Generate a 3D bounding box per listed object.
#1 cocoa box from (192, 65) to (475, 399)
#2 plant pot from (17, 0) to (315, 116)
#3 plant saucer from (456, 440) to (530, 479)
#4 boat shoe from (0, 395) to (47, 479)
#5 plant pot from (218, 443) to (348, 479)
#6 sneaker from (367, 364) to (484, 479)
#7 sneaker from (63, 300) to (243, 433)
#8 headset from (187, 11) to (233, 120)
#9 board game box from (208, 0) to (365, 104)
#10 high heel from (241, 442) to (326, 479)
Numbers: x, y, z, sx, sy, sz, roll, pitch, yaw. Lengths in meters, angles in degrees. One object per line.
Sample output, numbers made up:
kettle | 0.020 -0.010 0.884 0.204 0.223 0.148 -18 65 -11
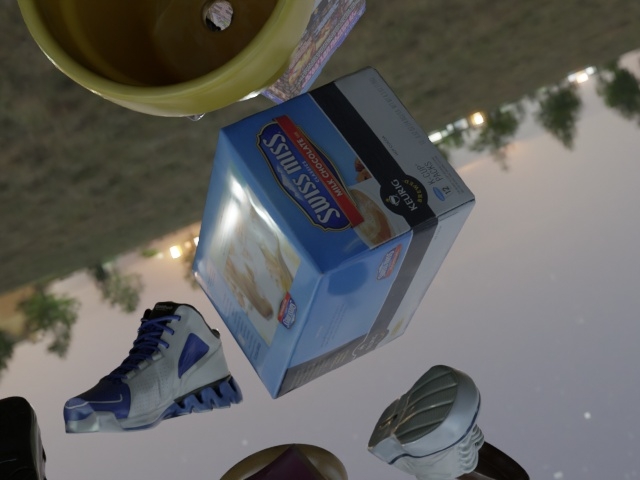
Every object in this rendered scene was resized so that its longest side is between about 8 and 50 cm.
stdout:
cocoa box | 0.000 0.000 1.487 0.228 0.231 0.347 -25 157 -25
plant pot | -0.117 -0.229 1.078 0.254 0.254 0.239 -22 173 7
plant saucer | 0.198 0.293 1.570 0.168 0.168 0.029 -38 152 -81
boat shoe | -0.460 0.390 1.774 0.122 0.120 0.324 -9 -134 2
plant pot | -0.063 0.421 1.866 0.236 0.236 0.032 -22 -143 -4
sneaker | 0.125 0.189 1.184 0.094 0.091 0.258 -64 -177 -17
sneaker | -0.262 0.189 1.811 0.127 0.182 0.315 -10 179 42
headset | -0.189 -0.276 1.534 0.185 0.243 0.394 -58 -150 6
board game box | -0.048 -0.382 1.855 0.232 0.141 0.291 -55 168 -14
high heel | 0.003 0.410 1.323 0.181 0.127 0.377 -38 -131 -9
